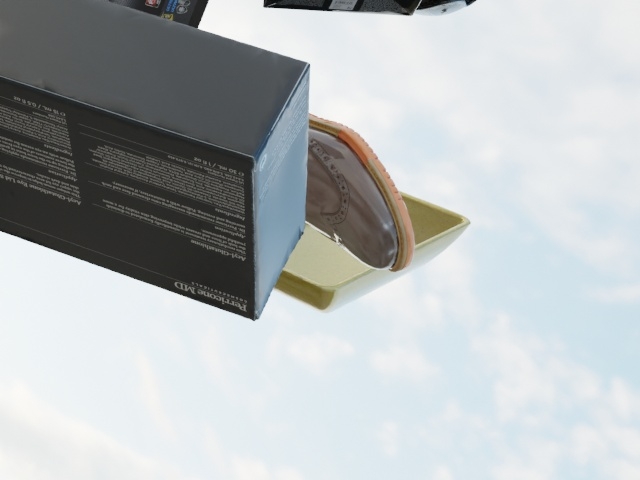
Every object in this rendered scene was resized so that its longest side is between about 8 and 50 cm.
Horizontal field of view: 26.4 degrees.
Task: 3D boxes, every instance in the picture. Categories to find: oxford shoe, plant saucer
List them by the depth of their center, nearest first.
[{"bbox_3d":[-0.048,-0.071,1.429,0.363,0.132,0.130,41,-37,34],"label":"oxford shoe"},{"bbox_3d":[0.000,0.000,2.057,0.333,0.332,0.081,23,-58,37],"label":"plant saucer"}]

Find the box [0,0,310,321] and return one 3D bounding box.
[{"bbox_3d":[-0.146,-0.069,0.962,0.261,0.103,0.184,19,-38,11],"label":"box"}]

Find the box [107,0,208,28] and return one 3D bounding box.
[{"bbox_3d":[-0.322,-0.428,2.186,0.293,0.073,0.295,12,-49,-21],"label":"box"}]

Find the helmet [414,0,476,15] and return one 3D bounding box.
[{"bbox_3d":[0.177,-0.421,2.087,0.169,0.161,0.169,9,-70,28],"label":"helmet"}]

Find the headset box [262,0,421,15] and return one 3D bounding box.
[{"bbox_3d":[0.024,-0.464,1.865,0.110,0.218,0.293,123,-35,-63],"label":"headset box"}]
